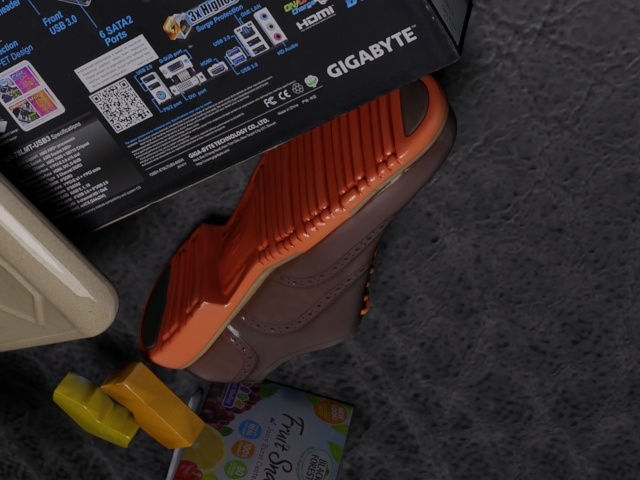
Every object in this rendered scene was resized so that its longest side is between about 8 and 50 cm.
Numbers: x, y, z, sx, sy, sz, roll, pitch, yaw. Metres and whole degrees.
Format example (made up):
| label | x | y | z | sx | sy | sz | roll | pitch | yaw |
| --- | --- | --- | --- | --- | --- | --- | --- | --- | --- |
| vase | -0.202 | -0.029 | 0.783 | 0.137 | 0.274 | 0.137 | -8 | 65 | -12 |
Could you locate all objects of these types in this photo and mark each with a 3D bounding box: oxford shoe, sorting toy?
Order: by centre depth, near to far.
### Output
| label | x | y | z | sx | sy | sz | roll | pitch | yaw |
| --- | --- | --- | --- | --- | --- | --- | --- | --- | --- |
| oxford shoe | 0.000 | 0.000 | 0.760 | 0.098 | 0.097 | 0.271 | 26 | 135 | -27 |
| sorting toy | -0.212 | 0.020 | 0.805 | 0.307 | 0.041 | 0.229 | 47 | 146 | -19 |

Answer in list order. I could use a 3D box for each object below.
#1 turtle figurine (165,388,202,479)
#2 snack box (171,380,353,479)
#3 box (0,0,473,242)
| label | x | y | z | sx | sy | sz | roll | pitch | yaw |
| --- | --- | --- | --- | --- | --- | --- | --- | --- | --- |
| turtle figurine | -0.199 | 0.273 | 0.880 | 0.197 | 0.266 | 0.275 | 6 | 123 | 10 |
| snack box | -0.040 | 0.151 | 0.830 | 0.100 | 0.141 | 0.037 | 17 | 126 | 1 |
| box | -0.117 | -0.166 | 0.670 | 0.295 | 0.073 | 0.293 | -23 | 116 | 27 |
